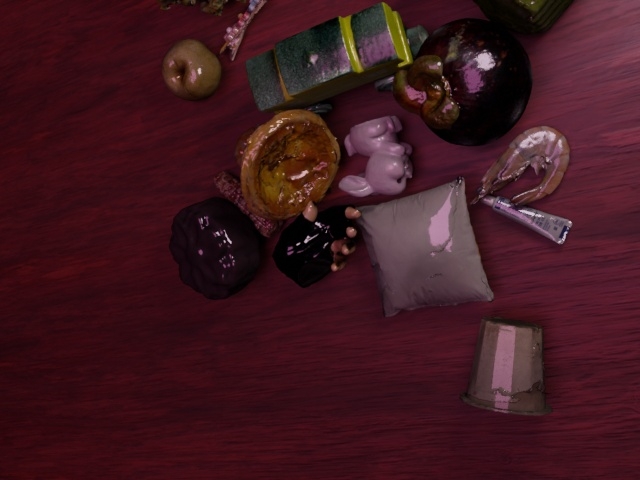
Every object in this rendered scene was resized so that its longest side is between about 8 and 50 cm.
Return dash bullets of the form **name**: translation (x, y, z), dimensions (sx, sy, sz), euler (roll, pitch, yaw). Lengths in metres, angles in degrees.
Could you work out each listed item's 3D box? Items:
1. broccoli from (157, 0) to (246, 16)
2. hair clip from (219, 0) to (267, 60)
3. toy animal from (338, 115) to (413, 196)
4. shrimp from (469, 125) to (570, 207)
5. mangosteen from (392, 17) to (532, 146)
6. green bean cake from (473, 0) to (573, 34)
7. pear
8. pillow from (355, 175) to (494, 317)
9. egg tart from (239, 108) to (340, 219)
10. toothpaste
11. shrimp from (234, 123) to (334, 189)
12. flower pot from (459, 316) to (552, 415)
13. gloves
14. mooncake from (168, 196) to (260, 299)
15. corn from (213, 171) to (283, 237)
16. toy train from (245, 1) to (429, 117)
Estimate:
- **broccoli**: translation (-0.300, -0.728, 1.730), dimensions (0.324, 0.334, 0.272), euler (31, 145, 36)
- **hair clip**: translation (-0.208, -0.580, 1.826), dimensions (0.056, 0.062, 0.214), euler (29, 118, -15)
- **toy animal**: translation (0.136, -0.205, 1.689), dimensions (0.178, 0.127, 0.193), euler (-3, 98, 27)
- **shrimp**: translation (0.468, -0.146, 1.581), dimensions (0.145, 0.059, 0.254), euler (39, 99, 7)
- **mangosteen**: translation (0.316, -0.340, 1.500), dimensions (0.288, 0.288, 0.288), euler (4, 100, 23)
- **green bean cake**: translation (0.370, -0.574, 1.413), dimensions (0.319, 0.335, 0.218), euler (44, 111, 17)
- **pear**: translation (-0.348, -0.460, 1.862), dimensions (0.167, 0.136, 0.167), euler (6, 104, 23)
- **pillow**: translation (0.246, 0.027, 1.673), dimensions (0.310, 0.119, 0.312), euler (-13, 100, 34)
- **egg tart**: translation (-0.087, -0.189, 1.699), dimensions (0.115, 0.290, 0.290), euler (41, 116, 47)
- **toothpaste**: translation (0.478, -0.059, 1.609), dimensions (0.216, 0.037, 0.062), euler (25, 90, 17)
- **shrimp**: translation (-0.092, -0.206, 1.818), dimensions (0.294, 0.062, 0.154), euler (28, 94, 4)
- **flower pot**: translation (0.446, 0.290, 1.601), dimensions (0.212, 0.212, 0.202), euler (9, 92, 23)
- **gloves**: translation (-0.001, -0.003, 1.750), dimensions (0.197, 0.152, 0.301), euler (40, 143, -20)
- **mooncake**: translation (-0.303, 0.027, 1.883), dimensions (0.283, 0.141, 0.283), euler (16, 115, 37)
- **corn**: translation (-0.200, -0.104, 1.888), dimensions (0.237, 0.079, 0.079), euler (43, 112, 17)
- **toy train**: translation (0.031, -0.414, 1.625), dimensions (0.442, 0.272, 0.179), euler (-16, 88, 26)
